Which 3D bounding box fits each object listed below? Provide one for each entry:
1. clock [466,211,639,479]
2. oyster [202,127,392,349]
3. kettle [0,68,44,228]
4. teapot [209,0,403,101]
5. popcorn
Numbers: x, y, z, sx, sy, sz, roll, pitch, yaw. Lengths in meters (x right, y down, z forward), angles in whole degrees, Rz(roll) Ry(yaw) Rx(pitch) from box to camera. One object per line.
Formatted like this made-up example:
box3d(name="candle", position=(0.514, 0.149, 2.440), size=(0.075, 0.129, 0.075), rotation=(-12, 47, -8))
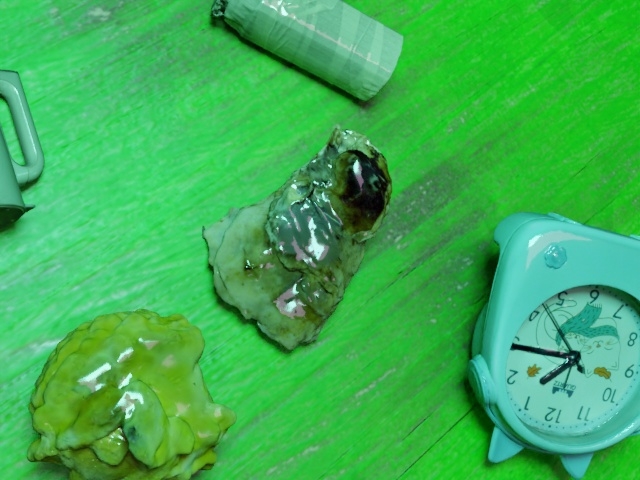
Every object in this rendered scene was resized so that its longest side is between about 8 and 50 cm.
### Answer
box3d(name="clock", position=(0.263, 0.116, 0.843), size=(0.223, 0.094, 0.274), rotation=(16, 99, -12))
box3d(name="oyster", position=(-0.005, -0.015, 0.793), size=(0.161, 0.107, 0.233), rotation=(41, 70, -19))
box3d(name="kettle", position=(-0.309, -0.085, 0.680), size=(0.126, 0.098, 0.148), rotation=(-14, 82, -19))
box3d(name="teapot", position=(-0.011, -0.243, 0.844), size=(0.200, 0.077, 0.107), rotation=(25, 68, -16))
box3d(name="popcorn", position=(-0.159, 0.145, 0.683), size=(0.173, 0.142, 0.174), rotation=(18, 48, -22))
